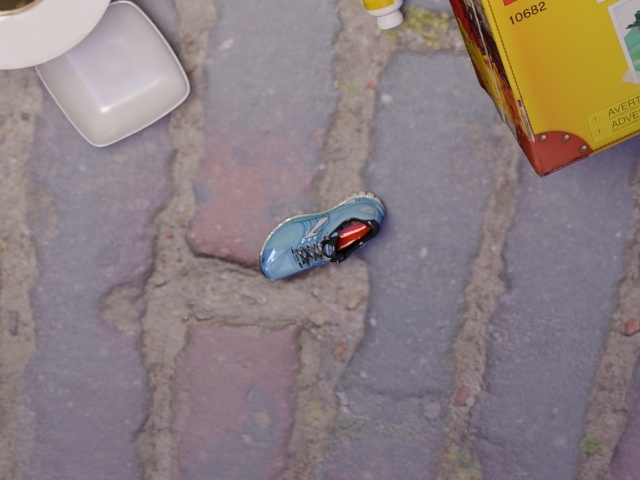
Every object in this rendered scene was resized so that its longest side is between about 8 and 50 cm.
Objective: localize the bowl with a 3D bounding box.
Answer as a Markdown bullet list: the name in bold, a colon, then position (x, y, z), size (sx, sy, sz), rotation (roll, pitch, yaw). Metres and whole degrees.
- **bowl**: position (-0.228, -0.191, 1.713), size (0.142, 0.053, 0.142), rotation (-28, 114, 11)

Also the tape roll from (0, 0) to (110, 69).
- **tape roll**: position (-0.321, -0.316, 1.583), size (0.246, 0.169, 0.246), rotation (-1, 116, -2)

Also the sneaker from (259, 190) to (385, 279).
- **sneaker**: position (0.000, 0.000, 1.805), size (0.162, 0.073, 0.063), rotation (-29, 114, 11)

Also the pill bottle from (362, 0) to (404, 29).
- **pill bottle**: position (0.064, -0.274, 1.693), size (0.043, 0.043, 0.083), rotation (-18, 115, 6)

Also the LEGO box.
- **LEGO box**: position (0.361, -0.342, 1.523), size (0.500, 0.193, 0.372), rotation (-24, 130, 2)
